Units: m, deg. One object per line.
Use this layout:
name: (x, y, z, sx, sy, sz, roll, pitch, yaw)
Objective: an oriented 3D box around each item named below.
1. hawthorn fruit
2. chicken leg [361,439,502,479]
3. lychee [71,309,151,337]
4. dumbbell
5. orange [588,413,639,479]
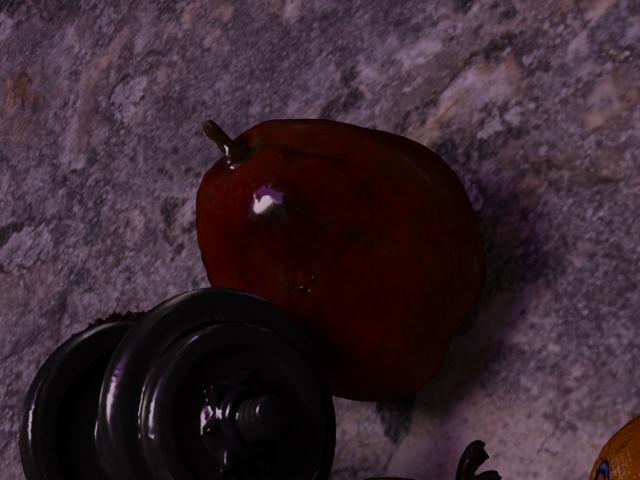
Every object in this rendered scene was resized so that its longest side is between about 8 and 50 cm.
hawthorn fruit: (0.000, 0.000, 1.257, 0.224, 0.261, 0.224, -39, 30, 28)
chicken leg: (-0.002, 0.280, 1.159, 0.361, 0.140, 0.211, -29, 22, 43)
lychee: (-0.158, 0.144, 1.392, 0.188, 0.188, 0.188, -27, 45, 30)
dumbbell: (-0.107, 0.141, 1.179, 0.290, 0.192, 0.192, -18, 49, 55)
orange: (0.229, 0.172, 1.003, 0.135, 0.117, 0.135, 16, -90, -87)
